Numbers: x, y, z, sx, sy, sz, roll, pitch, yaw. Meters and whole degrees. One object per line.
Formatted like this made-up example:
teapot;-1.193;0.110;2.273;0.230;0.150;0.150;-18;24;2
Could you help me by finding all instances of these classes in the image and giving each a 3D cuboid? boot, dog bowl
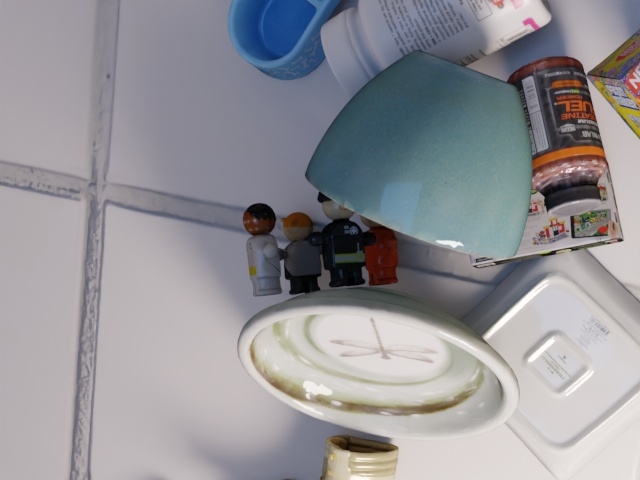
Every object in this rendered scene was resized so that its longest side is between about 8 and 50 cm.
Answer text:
boot;-0.005;0.413;1.302;0.261;0.095;0.204;2;98;0
dog bowl;-0.031;-0.382;1.232;0.166;0.074;0.297;40;112;13

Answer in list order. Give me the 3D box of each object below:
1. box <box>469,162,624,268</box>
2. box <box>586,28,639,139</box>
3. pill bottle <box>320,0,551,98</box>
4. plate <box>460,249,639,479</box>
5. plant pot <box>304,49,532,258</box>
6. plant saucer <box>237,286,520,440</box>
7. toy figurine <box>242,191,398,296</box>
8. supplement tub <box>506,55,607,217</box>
box;0.306;-0.035;1.144;0.207;0.036;0.114;-12;77;25
box;0.515;-0.178;0.914;0.290;0.177;0.279;-42;96;13
pill bottle;0.152;-0.305;1.117;0.283;0.160;0.160;-24;88;24
plate;0.342;0.172;1.172;0.277;0.045;0.278;46;112;11
plant pot;0.149;-0.125;1.034;0.290;0.290;0.195;25;106;18
plant saucer;0.084;0.162;1.171;0.400;0.400;0.101;-2;54;24
toy figurine;0.000;0.000;1.205;0.209;0.213;0.148;-8;85;27
supplement tub;0.314;-0.134;1.076;0.106;0.106;0.198;-16;74;25
